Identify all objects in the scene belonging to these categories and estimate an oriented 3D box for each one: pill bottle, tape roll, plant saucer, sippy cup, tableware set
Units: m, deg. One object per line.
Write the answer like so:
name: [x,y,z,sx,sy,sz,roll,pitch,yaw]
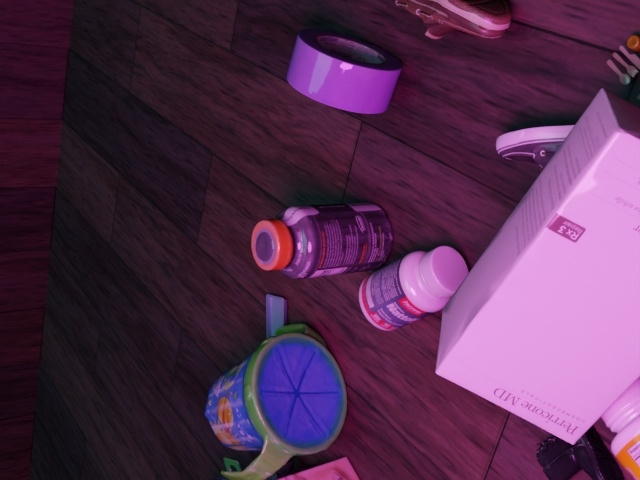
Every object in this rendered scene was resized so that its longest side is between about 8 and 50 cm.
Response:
pill bottle: [0.442,0.274,0.943,0.215,0.117,0.117,57,134,32]
pill bottle: [0.000,0.000,1.375,0.130,0.246,0.130,7,100,51]
tape roll: [0.041,-0.295,1.337,0.189,0.189,0.080,45,127,40]
pill bottle: [0.157,0.078,1.295,0.180,0.108,0.108,-34,68,49]
plant saucer: [-0.095,0.216,1.709,0.067,0.018,0.192,7,101,52]
sippy cup: [-0.105,0.321,1.536,0.224,0.305,0.240,-27,87,44]
tableware set: [0.441,-0.215,0.969,0.104,0.024,0.154,-55,51,35]

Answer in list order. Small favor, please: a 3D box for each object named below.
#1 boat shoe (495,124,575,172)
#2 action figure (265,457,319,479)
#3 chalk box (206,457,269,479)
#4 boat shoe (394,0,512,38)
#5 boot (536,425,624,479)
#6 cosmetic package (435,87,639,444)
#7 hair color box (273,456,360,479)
boat shoe: [0.341,-0.115,1.064,0.228,0.080,0.076,3,88,44]
action figure: [-0.056,0.612,1.641,0.185,0.099,0.285,3,100,47]
chalk box: [-0.184,0.606,1.777,0.132,0.132,0.213,-8,87,53]
boat shoe: [0.202,-0.363,1.216,0.257,0.095,0.095,52,146,43]
boot: [0.367,0.324,1.104,0.099,0.045,0.121,-52,48,39]
cosmetic package: [0.326,0.041,0.942,0.217,0.156,0.385,26,119,-2]
hair color box: [-0.057,0.544,1.432,0.185,0.339,0.110,55,134,33]
